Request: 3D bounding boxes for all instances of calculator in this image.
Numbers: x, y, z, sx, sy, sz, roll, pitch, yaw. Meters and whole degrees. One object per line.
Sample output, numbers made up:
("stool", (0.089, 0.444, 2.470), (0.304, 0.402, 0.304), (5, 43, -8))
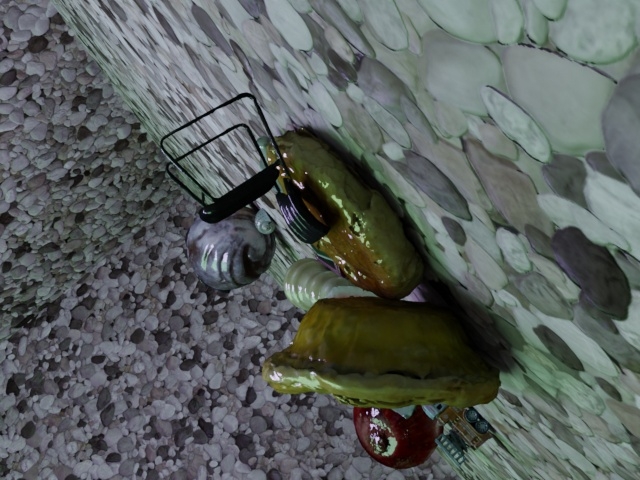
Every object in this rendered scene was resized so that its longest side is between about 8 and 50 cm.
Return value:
("calculator", (0.000, 0.000, 1.405), (0.127, 0.034, 0.190), (36, 159, 56))

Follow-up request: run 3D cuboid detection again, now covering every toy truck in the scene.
("toy truck", (0.309, 0.429, 1.470), (0.177, 0.115, 0.080), (46, 171, 22))

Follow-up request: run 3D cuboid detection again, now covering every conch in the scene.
("conch", (-0.177, -0.058, 1.912), (0.085, 0.057, 0.076), (32, 148, 58))

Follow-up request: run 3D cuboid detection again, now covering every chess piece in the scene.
("chess piece", (0.018, 0.131, 1.589), (0.144, 0.144, 0.251), (52, 164, -22))

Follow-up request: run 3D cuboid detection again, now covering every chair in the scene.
("chair", (-0.104, -0.065, 0.871), (0.221, 0.145, 0.140), (56, 167, 0))

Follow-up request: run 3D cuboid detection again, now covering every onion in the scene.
("onion", (0.225, 0.541, 1.846), (0.276, 0.276, 0.276), (47, 171, 10))

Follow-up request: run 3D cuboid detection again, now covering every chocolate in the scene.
("chocolate", (-0.258, 0.019, 2.006), (0.213, 0.303, 0.303), (-4, 129, 55))

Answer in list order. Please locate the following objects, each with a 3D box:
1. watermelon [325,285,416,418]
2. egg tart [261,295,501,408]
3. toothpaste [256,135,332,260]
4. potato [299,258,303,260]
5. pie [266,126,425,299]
("watermelon", (0.120, 0.242, 1.327), (0.305, 0.180, 0.224), (36, 144, 33))
("egg tart", (0.096, 0.177, 0.997), (0.388, 0.388, 0.168), (163, 110, -80))
("toothpaste", (-0.031, -0.065, 1.203), (0.099, 0.061, 0.392), (17, 155, 32))
("potato", (-0.031, 0.084, 1.895), (0.037, 0.036, 0.093), (12, -145, -34))
("pie", (0.033, -0.036, 0.974), (0.339, 0.083, 0.339), (48, 169, 12))
